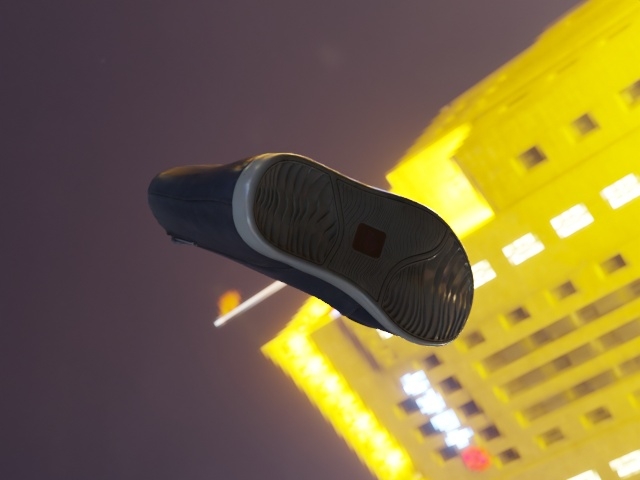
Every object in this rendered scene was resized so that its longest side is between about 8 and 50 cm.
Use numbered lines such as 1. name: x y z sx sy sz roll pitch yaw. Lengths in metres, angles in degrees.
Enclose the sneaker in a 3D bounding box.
1. sneaker: 0.000 0.000 0.894 0.222 0.118 0.083 32 -105 -39
